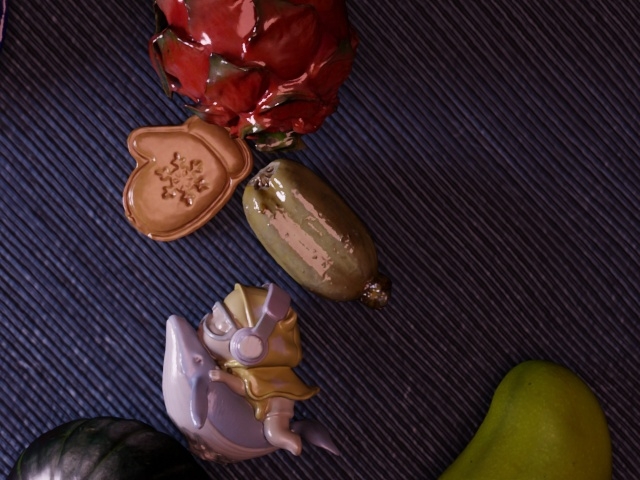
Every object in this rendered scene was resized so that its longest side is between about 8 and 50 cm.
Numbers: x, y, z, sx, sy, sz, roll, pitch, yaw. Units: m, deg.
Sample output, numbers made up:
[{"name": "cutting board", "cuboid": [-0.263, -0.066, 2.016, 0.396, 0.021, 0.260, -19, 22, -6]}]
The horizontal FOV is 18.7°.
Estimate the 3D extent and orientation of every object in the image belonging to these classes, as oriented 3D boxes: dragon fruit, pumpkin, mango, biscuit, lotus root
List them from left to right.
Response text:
[{"name": "pumpkin", "cuboid": [-0.211, 0.292, 1.868, 0.250, 0.216, 0.250, -6, 76, 26]}, {"name": "biscuit", "cuboid": [-0.143, -0.069, 1.935, 0.118, 0.023, 0.140, 39, 91, -7]}, {"name": "dragon fruit", "cuboid": [-0.073, -0.209, 1.847, 0.193, 0.192, 0.274, -29, 94, -7]}, {"name": "lotus root", "cuboid": [0.000, 0.000, 1.924, 0.183, 0.077, 0.090, 45, 97, -4]}, {"name": "mango", "cuboid": [0.196, 0.264, 1.935, 0.175, 0.143, 0.293, 23, 82, 0]}]

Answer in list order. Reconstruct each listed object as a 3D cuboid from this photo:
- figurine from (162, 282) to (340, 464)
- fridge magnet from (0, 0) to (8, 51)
[{"name": "figurine", "cuboid": [-0.067, 0.138, 1.911, 0.208, 0.128, 0.184, 34, 89, -14]}, {"name": "fridge magnet", "cuboid": [-0.431, -0.227, 1.854, 0.265, 0.112, 0.265, -1, 95, -7]}]
